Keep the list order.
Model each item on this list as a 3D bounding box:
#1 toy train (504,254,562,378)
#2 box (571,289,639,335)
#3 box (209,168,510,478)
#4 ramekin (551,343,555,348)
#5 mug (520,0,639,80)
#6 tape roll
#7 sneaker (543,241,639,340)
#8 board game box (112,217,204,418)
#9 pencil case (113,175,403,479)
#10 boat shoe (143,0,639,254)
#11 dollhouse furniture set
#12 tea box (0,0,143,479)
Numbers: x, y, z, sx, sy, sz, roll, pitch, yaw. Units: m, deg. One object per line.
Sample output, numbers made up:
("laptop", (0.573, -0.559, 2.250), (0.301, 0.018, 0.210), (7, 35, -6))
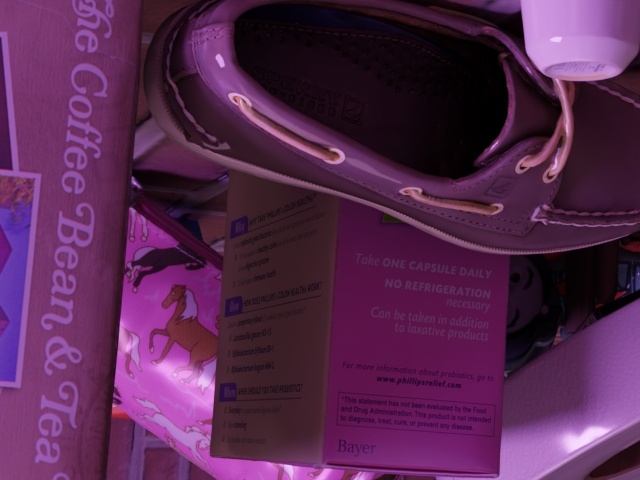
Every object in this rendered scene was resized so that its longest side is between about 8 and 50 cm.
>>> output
("toy train", (0.116, 0.044, 1.240), (0.190, 0.142, 0.334), (21, 173, 10))
("box", (0.277, 0.072, 1.150), (0.184, 0.045, 0.191), (-23, 161, -17))
("box", (0.022, 0.026, 0.923), (0.117, 0.243, 0.213), (6, 171, -21))
("ramekin", (0.136, 0.076, 1.635), (0.273, 0.127, 0.273), (4, 172, 1))
("mug", (0.118, -0.102, 0.620), (0.062, 0.064, 0.078), (-5, 168, 44))
("tape roll", (0.268, 0.103, 1.043), (0.392, 0.072, 0.392), (-22, 161, -8))
("sneaker", (0.279, 0.053, 1.413), (0.262, 0.125, 0.104), (-2, 170, 36))
("board game box", (-0.253, 0.061, 1.383), (0.316, 0.242, 0.064), (7, 128, -24))
("pencil case", (-0.087, 0.099, 1.219), (0.386, 0.160, 0.167), (35, 152, 15))
("boat shoe", (0.074, -0.063, 0.754), (0.324, 0.117, 0.096), (13, 172, -22))
("dollhouse furniture set", (0.289, 0.013, 1.136), (0.151, 0.123, 0.144), (5, 172, -8))
("tea box", (-0.221, 0.033, 0.775), (0.220, 0.329, 0.323), (6, 170, -11))
